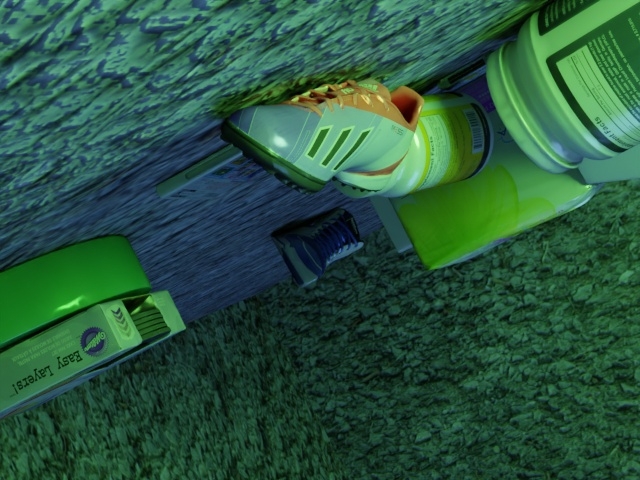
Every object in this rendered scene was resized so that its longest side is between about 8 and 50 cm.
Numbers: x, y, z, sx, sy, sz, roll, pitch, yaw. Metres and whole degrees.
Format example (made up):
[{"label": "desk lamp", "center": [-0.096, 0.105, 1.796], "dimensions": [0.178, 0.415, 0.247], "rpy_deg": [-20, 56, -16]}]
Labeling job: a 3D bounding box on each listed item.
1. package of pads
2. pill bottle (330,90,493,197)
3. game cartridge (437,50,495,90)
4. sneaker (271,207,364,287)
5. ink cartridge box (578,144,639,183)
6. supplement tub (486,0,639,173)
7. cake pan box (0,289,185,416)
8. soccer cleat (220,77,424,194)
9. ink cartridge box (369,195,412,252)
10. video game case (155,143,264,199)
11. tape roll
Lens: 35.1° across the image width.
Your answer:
[{"label": "package of pads", "center": [0.236, -0.107, 1.477], "dimensions": [0.297, 0.229, 0.101], "rpy_deg": [-30, 175, 32]}, {"label": "pill bottle", "center": [0.110, -0.118, 1.257], "dimensions": [0.209, 0.119, 0.119], "rpy_deg": [-15, 169, -43]}, {"label": "game cartridge", "center": [0.194, -0.218, 1.309], "dimensions": [0.083, 0.017, 0.056], "rpy_deg": [-28, 179, 22]}, {"label": "sneaker", "center": [0.000, 0.000, 2.216], "dimensions": [0.182, 0.127, 0.315], "rpy_deg": [-30, -177, -1]}, {"label": "ink cartridge box", "center": [0.482, -0.203, 1.287], "dimensions": [0.308, 0.129, 0.223], "rpy_deg": [-5, -134, 40]}, {"label": "supplement tub", "center": [0.344, -0.208, 1.132], "dimensions": [0.272, 0.191, 0.191], "rpy_deg": [-29, 175, 34]}, {"label": "cake pan box", "center": [-0.317, 0.147, 1.261], "dimensions": [0.267, 0.070, 0.246], "rpy_deg": [-28, 178, 8]}, {"label": "soccer cleat", "center": [0.011, -0.116, 1.001], "dimensions": [0.116, 0.109, 0.318], "rpy_deg": [-56, 160, 16]}, {"label": "ink cartridge box", "center": [0.217, -0.112, 1.698], "dimensions": [0.233, 0.168, 0.171], "rpy_deg": [-28, 176, 34]}, {"label": "video game case", "center": [-0.094, -0.085, 1.138], "dimensions": [0.143, 0.019, 0.157], "rpy_deg": [-28, 175, 14]}, {"label": "tape roll", "center": [-0.374, 0.097, 1.272], "dimensions": [0.321, 0.077, 0.321], "rpy_deg": [-27, 176, -2]}]
